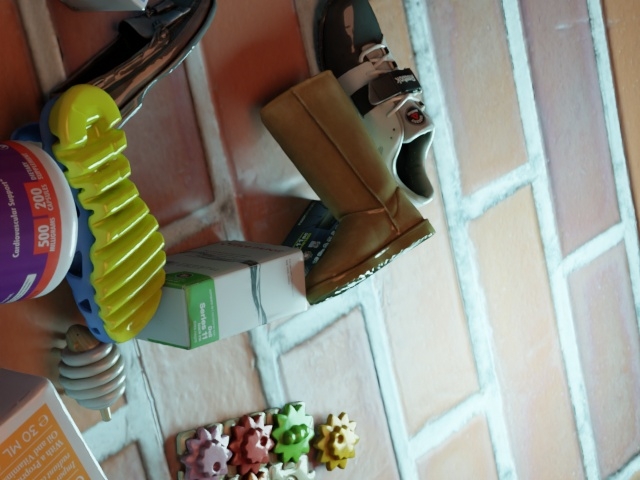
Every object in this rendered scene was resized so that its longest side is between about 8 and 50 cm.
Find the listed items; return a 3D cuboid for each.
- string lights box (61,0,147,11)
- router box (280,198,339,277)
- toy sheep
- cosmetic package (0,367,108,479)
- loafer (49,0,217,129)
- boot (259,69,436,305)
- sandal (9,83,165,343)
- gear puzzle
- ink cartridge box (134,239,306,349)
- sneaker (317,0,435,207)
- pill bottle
[{"bbox_3d":[-0.226,-0.402,1.927,0.077,0.133,0.259,37,69,-43],"label":"string lights box"},{"bbox_3d":[0.000,0.000,2.234,0.122,0.092,0.038,-56,129,-27],"label":"router box"},{"bbox_3d":[-0.278,0.161,1.968,0.091,0.091,0.132,-37,120,-37],"label":"toy sheep"},{"bbox_3d":[-0.338,0.389,1.879,0.230,0.162,0.453,-45,125,-33],"label":"cosmetic package"},{"bbox_3d":[-0.227,-0.231,1.979,0.084,0.096,0.267,51,61,-29],"label":"loafer"},{"bbox_3d":[0.001,-0.070,2.162,0.236,0.089,0.269,-31,84,-38],"label":"boot"},{"bbox_3d":[-0.279,-0.029,1.907,0.126,0.138,0.317,-31,114,-51],"label":"sandal"},{"bbox_3d":[-0.058,0.318,2.242,0.339,0.044,0.175,-10,101,-45],"label":"gear puzzle"},{"bbox_3d":[-0.140,0.065,2.053,0.208,0.153,0.086,-16,107,-43],"label":"ink cartridge box"},{"bbox_3d":[0.097,-0.198,2.278,0.122,0.146,0.330,-29,113,-39],"label":"sneaker"},{"bbox_3d":[-0.432,-0.006,1.723,0.323,0.182,0.181,-11,102,-45],"label":"pill bottle"}]
